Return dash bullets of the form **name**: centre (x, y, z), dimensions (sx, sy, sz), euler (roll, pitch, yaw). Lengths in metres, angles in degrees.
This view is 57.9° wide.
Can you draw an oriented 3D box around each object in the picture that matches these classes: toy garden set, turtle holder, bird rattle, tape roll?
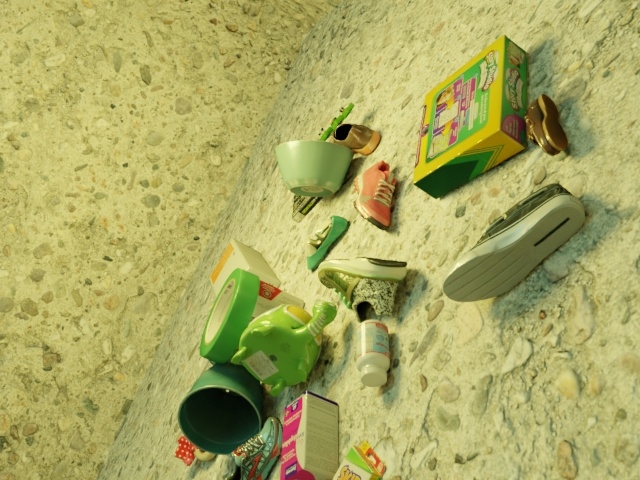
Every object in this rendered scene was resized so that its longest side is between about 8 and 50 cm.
- **toy garden set**: centre (0.024, -0.447, 2.363), dimensions (0.244, 0.049, 0.204), euler (-49, 3, -12)
- **turtle holder**: centre (-0.106, 0.292, 1.785), dimensions (0.227, 0.243, 0.320), euler (-51, -18, -56)
- **bird rattle**: centre (-0.449, 0.734, 2.164), dimensions (0.206, 0.143, 0.254), euler (19, 83, 51)
- **tape roll**: centre (-0.308, 0.253, 1.957), dimensions (0.321, 0.077, 0.321), euler (-54, 21, 32)

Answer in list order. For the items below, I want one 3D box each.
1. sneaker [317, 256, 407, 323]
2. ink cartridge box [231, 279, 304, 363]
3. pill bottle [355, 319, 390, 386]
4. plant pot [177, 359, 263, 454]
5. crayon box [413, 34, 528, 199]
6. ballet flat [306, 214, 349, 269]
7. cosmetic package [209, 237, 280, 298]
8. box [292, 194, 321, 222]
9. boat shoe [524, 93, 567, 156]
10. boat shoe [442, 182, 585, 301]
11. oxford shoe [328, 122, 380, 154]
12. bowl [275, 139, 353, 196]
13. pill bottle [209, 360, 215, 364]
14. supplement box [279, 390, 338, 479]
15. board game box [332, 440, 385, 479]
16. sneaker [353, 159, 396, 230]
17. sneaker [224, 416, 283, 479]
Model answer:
- **sneaker**: centre (0.098, 0.149, 1.682), dimensions (0.410, 0.157, 0.182), euler (166, 112, -67)
- **ink cartridge box**: centre (-0.187, 0.305, 2.002), dimensions (0.114, 0.197, 0.273), euler (-39, 31, 47)
- **pill bottle**: centre (0.134, 0.290, 1.484), dimensions (0.087, 0.087, 0.160), euler (-44, 28, 35)
- **plant pot**: centre (-0.313, 0.528, 1.955), dimensions (0.272, 0.271, 0.255), euler (-52, 10, 21)
- **crayon box**: centre (0.414, -0.336, 1.599), dimensions (0.313, 0.106, 0.363), euler (-31, 38, 49)
- **ballet flat**: centre (0.000, 0.000, 2.105), dimensions (0.247, 0.087, 0.083), euler (-51, 25, 23)
- **cosmetic package**: centre (-0.344, 0.174, 2.536), dimensions (0.230, 0.161, 0.453), euler (-59, 23, 4)
- **box**: centre (-0.054, -0.198, 2.508), dimensions (0.191, 0.045, 0.184), euler (-46, 24, 34)
- **boat shoe**: centre (0.516, -0.255, 1.338), dimensions (0.073, 0.073, 0.207), euler (-44, 21, 39)
- **boat shoe**: centre (0.403, 0.010, 1.236), dimensions (0.335, 0.121, 0.119), euler (-38, 23, 23)
- **oxford shoe**: centre (0.103, -0.419, 2.314), dimensions (0.130, 0.132, 0.363), euler (-64, 22, -6)
- **bowl**: centre (-0.028, -0.269, 2.267), dimensions (0.311, 0.311, 0.163), euler (-14, 70, 60)
- **pill bottle**: centre (-0.346, 0.443, 2.245), dimensions (0.264, 0.146, 0.146), euler (-1, 62, 65)
- **supplement box**: centre (-0.027, 0.528, 1.516), dimensions (0.111, 0.113, 0.220), euler (-44, 30, 33)
- **board game box**: centre (0.057, 0.605, 1.354), dimensions (0.260, 0.039, 0.124), euler (-59, 23, -1)
- **sneaker**: centre (0.185, -0.160, 1.865), dimensions (0.136, 0.115, 0.314), euler (-47, 26, 27)
- **sneaker**: centre (-0.202, 0.646, 1.729), dimensions (0.104, 0.125, 0.262), euler (0, 64, 64)
